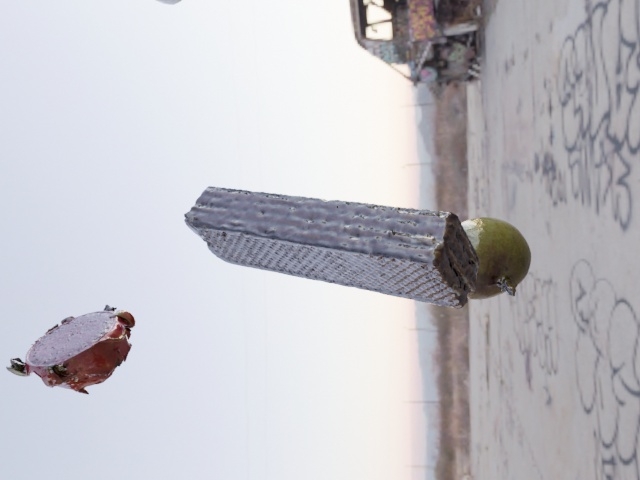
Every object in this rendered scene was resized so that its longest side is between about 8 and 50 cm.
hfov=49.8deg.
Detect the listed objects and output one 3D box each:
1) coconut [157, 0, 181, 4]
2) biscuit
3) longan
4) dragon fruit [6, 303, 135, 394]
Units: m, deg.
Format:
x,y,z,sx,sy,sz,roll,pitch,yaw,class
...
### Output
x,y,z,sx,sy,sz,roll,pitch,yaw,class
-0.245,-0.429,1.063,0.116,0.116,0.122,67,-139,-60,coconut
0.000,0.000,0.859,0.107,0.389,0.073,52,-125,-46,biscuit
0.289,0.038,1.204,0.145,0.155,0.176,36,-161,-34,longan
-0.257,0.128,0.757,0.126,0.112,0.068,-42,-57,-41,dragon fruit
